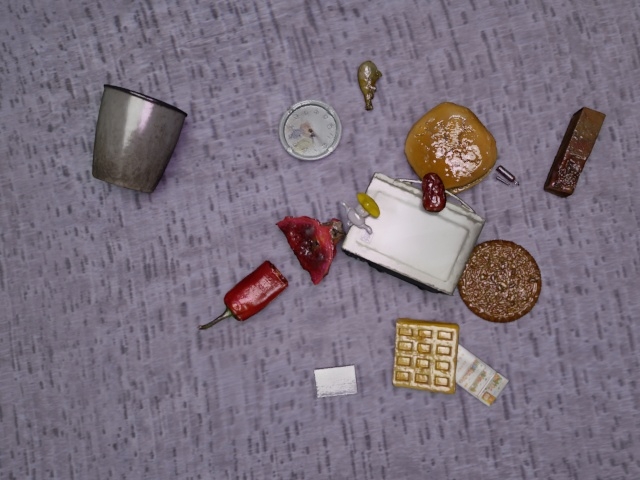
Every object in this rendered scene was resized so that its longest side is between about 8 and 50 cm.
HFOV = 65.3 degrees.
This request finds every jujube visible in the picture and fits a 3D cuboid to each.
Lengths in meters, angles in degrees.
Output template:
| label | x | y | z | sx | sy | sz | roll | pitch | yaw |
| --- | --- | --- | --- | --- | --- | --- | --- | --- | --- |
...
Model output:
| label | x | y | z | sx | sy | sz | roll | pitch | yaw |
| --- | --- | --- | --- | --- | --- | --- | --- | --- | --- |
| jujube | 0.354 | -0.151 | 1.570 | 0.078 | 0.077 | 0.129 | -6 | 75 | 3 |

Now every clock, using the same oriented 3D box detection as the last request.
| label | x | y | z | sx | sy | sz | roll | pitch | yaw |
| --- | --- | --- | --- | --- | --- | --- | --- | --- | --- |
| clock | -0.037 | -0.408 | 1.863 | 0.237 | 0.053 | 0.236 | 0 | 85 | 2 |

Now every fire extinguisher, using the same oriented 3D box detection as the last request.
| label | x | y | z | sx | sy | sz | roll | pitch | yaw |
| --- | --- | --- | --- | --- | --- | --- | --- | --- | --- |
| fire extinguisher | 0.676 | -0.226 | 1.815 | 0.046 | 0.032 | 0.100 | -43 | 79 | -10 |

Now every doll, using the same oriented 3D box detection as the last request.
| label | x | y | z | sx | sy | sz | roll | pitch | yaw |
| --- | --- | --- | --- | --- | --- | --- | --- | --- | --- |
| doll | 0.133 | -0.083 | 1.586 | 0.113 | 0.071 | 0.135 | -20 | 89 | 12 |

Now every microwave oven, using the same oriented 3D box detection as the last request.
| label | x | y | z | sx | sy | sz | roll | pitch | yaw |
| --- | --- | --- | --- | --- | --- | --- | --- | --- | --- |
| microwave oven | 0.310 | -0.025 | 1.722 | 0.395 | 0.247 | 0.332 | 24 | 90 | 5 |

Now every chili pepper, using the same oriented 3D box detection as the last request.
| label | x | y | z | sx | sy | sz | roll | pitch | yaw |
| --- | --- | --- | --- | --- | --- | --- | --- | --- | --- |
| chili pepper | -0.278 | 0.220 | 1.803 | 0.338 | 0.131 | 0.134 | -41 | 110 | -3 |

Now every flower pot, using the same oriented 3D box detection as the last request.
| label | x | y | z | sx | sy | sz | roll | pitch | yaw |
| --- | --- | --- | --- | --- | --- | --- | --- | --- | --- |
| flower pot | -0.669 | -0.355 | 1.792 | 0.294 | 0.293 | 0.330 | 19 | 93 | 5 |

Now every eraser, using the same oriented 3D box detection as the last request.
| label | x | y | z | sx | sy | sz | roll | pitch | yaw |
| --- | --- | --- | --- | --- | --- | --- | --- | --- | --- |
| eraser | 0.055 | 0.510 | 1.817 | 0.151 | 0.023 | 0.103 | -7 | 86 | 3 |

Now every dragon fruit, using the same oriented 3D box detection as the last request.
| label | x | y | z | sx | sy | sz | roll | pitch | yaw |
| --- | --- | --- | --- | --- | --- | --- | --- | --- | --- |
| dragon fruit | 0.000 | 0.000 | 1.769 | 0.212 | 0.134 | 0.262 | -31 | 85 | 29 |

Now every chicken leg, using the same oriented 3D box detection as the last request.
| label | x | y | z | sx | sy | sz | roll | pitch | yaw |
| --- | --- | --- | --- | --- | --- | --- | --- | --- | --- |
| chicken leg | 0.184 | -0.574 | 1.856 | 0.093 | 0.070 | 0.178 | -2 | 94 | -2 |

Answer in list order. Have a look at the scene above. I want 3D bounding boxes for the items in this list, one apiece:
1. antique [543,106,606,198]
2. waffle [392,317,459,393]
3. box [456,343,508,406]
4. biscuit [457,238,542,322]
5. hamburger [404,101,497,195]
| label | x | y | z | sx | sy | sz | roll | pitch | yaw |
| --- | --- | --- | --- | --- | --- | --- | --- | --- | --- |
| antique | 0.899 | -0.308 | 1.775 | 0.088 | 0.093 | 0.309 | 23 | 89 | 5 |
| waffle | 0.372 | 0.407 | 1.769 | 0.221 | 0.055 | 0.247 | 3 | 85 | 15 |
| box | 0.541 | 0.477 | 1.782 | 0.220 | 0.032 | 0.122 | 36 | 90 | 6 |
| biscuit | 0.642 | 0.144 | 1.792 | 0.306 | 0.038 | 0.305 | 0 | 87 | 4 |
| hamburger | 0.458 | -0.318 | 1.773 | 0.284 | 0.174 | 0.304 | -38 | 78 | 13 |
